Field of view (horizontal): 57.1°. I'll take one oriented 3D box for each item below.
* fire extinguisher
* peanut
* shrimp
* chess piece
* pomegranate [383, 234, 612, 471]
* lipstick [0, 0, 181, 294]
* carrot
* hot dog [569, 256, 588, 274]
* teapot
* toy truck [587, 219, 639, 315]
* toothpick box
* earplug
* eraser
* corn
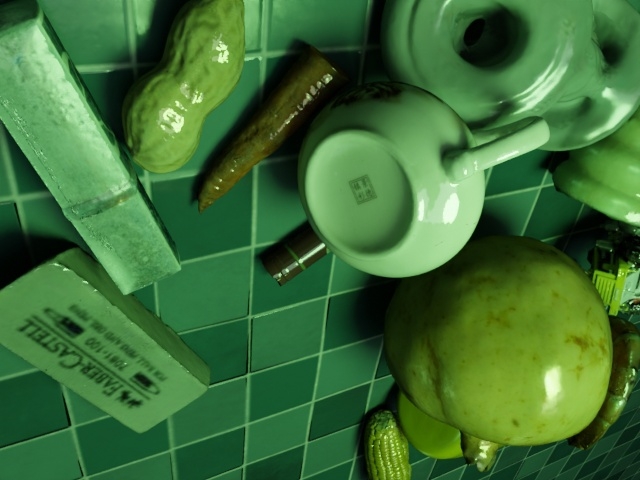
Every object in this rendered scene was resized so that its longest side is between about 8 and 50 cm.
[{"bbox_3d":[0.000,0.000,0.776,0.157,0.045,0.078,-36,164,-2],"label":"fire extinguisher"},{"bbox_3d":[-0.125,-0.145,0.546,0.082,0.082,0.187,24,110,-43],"label":"peanut"},{"bbox_3d":[0.436,0.220,0.954,0.054,0.290,0.222,16,97,7],"label":"shrimp"},{"bbox_3d":[0.486,-0.196,0.832,0.182,0.182,0.330,3,118,-34],"label":"chess piece"},{"bbox_3d":[0.250,0.161,0.863,0.342,0.342,0.342,-17,133,-20],"label":"pomegranate"},{"bbox_3d":[-0.220,-0.072,0.546,0.076,0.077,0.290,-25,134,-7],"label":"lipstick"},{"bbox_3d":[-0.066,-0.113,0.637,0.224,0.057,0.057,-43,136,15],"label":"carrot"},{"bbox_3d":[0.428,0.096,1.088,0.213,0.103,0.146,13,106,-56],"label":"hot dog"},{"bbox_3d":[0.083,-0.064,0.614,0.139,0.298,0.204,-26,104,-51],"label":"teapot"},{"bbox_3d":[0.537,0.014,1.037,0.286,0.111,0.136,-45,141,-46],"label":"toy truck"},{"bbox_3d":[0.289,0.322,1.134,0.271,0.175,0.175,16,116,-44],"label":"toothpick box"},{"bbox_3d":[0.220,-0.212,0.659,0.325,0.175,0.214,12,114,-28],"label":"earplug"},{"bbox_3d":[-0.246,0.129,0.698,0.111,0.077,0.352,-34,137,-4],"label":"eraser"},{"bbox_3d":[0.137,0.442,1.194,0.101,0.101,0.292,-21,131,-16],"label":"corn"}]
